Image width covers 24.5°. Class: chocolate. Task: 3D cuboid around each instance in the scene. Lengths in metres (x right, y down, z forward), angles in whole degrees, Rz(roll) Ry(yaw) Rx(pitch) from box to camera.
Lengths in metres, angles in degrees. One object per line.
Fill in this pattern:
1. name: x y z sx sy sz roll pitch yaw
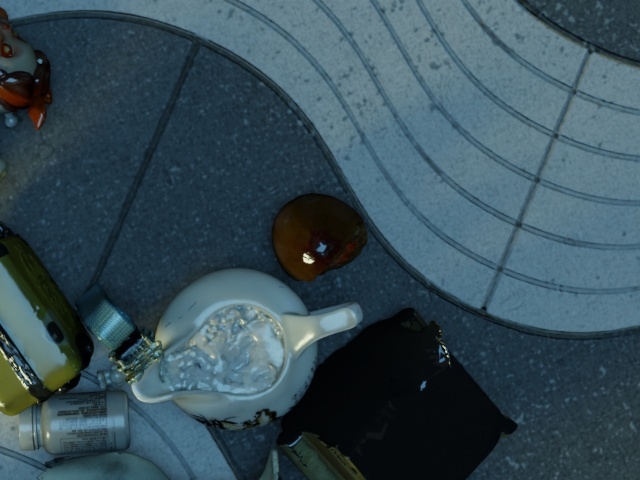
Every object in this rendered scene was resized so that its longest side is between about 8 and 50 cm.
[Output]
1. chocolate: 0.000 0.000 1.920 0.127 0.133 0.124 23 82 -9

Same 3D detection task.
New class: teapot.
1. teapot: -0.091 0.132 1.900 0.300 0.166 0.208 -21 81 3

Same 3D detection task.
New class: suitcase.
1. suitcase: -0.396 0.102 1.837 0.143 0.194 0.235 -34 94 1

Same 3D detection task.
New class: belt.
1. belt: -0.261 0.108 1.866 0.065 0.179 0.100 -43 109 -4

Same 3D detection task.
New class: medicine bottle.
1. medicine bottle: -0.317 0.236 1.902 0.140 0.079 0.079 -4 90 -7

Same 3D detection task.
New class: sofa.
1. sofa: 0.094 0.241 1.926 0.258 0.182 0.200 -45 106 -18

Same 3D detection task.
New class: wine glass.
1. wine glass: -0.202 0.337 1.891 0.321 0.143 0.143 -3 90 -7

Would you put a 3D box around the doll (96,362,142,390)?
1. doll: -0.250 0.168 1.934 0.085 0.040 0.058 3 99 -8

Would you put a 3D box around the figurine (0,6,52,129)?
1. figurine: -0.428 -0.234 1.856 0.226 0.183 0.160 43 93 -18

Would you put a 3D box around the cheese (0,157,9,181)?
1. cheese: -0.548 0.033 1.851 0.400 0.034 0.085 -47 138 5
